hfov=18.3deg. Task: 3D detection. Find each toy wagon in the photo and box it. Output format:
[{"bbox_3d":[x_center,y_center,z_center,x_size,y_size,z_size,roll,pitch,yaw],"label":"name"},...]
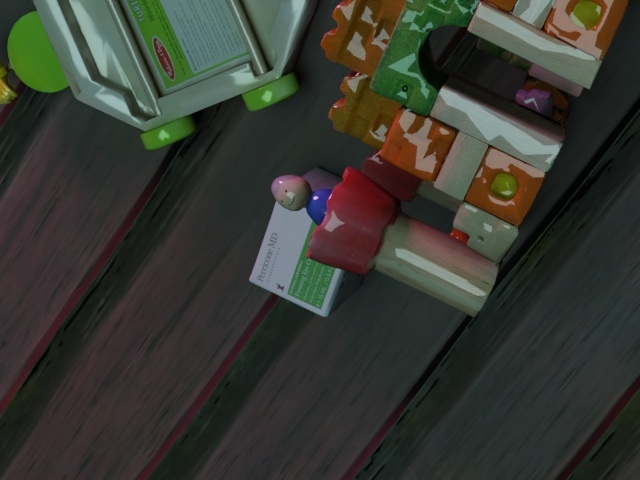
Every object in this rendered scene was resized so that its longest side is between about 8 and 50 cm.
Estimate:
[{"bbox_3d":[-0.177,-0.225,1.913,0.344,0.068,0.267,-19,98,25],"label":"toy wagon"}]

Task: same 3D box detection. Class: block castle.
[{"bbox_3d":[0.138,-0.188,1.684,0.213,0.303,0.453,26,113,4],"label":"block castle"}]

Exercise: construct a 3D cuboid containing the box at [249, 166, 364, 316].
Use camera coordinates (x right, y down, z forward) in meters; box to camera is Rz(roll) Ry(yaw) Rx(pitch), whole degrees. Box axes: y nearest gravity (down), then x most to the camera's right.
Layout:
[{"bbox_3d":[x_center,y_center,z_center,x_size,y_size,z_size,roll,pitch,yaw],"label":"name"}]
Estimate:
[{"bbox_3d":[0.000,0.000,1.897,0.087,0.102,0.101,25,114,13],"label":"box"}]
